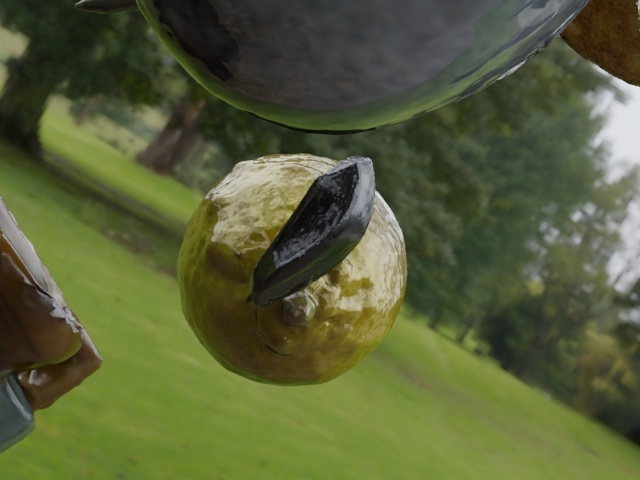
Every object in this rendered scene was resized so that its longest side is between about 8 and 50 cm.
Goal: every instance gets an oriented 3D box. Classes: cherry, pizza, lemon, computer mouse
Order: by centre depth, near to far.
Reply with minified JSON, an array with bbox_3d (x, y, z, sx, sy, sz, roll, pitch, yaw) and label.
[{"bbox_3d":[0.021,-0.164,0.656,0.218,0.296,0.255,61,12,15],"label":"cherry"},{"bbox_3d":[0.244,-0.213,1.222,0.175,0.046,0.134,54,-31,-2],"label":"pizza"},{"bbox_3d":[0.000,0.000,1.300,0.057,0.172,0.099,38,0,13],"label":"computer mouse"},{"bbox_3d":[-0.034,0.036,1.628,0.285,0.285,0.316,32,41,1],"label":"lemon"}]

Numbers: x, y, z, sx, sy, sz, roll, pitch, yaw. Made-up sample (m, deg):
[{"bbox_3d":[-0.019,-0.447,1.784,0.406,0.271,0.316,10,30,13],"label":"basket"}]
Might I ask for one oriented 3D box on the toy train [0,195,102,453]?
[{"bbox_3d":[-0.242,-0.044,0.596,0.231,0.163,0.369,47,-14,52],"label":"toy train"}]
